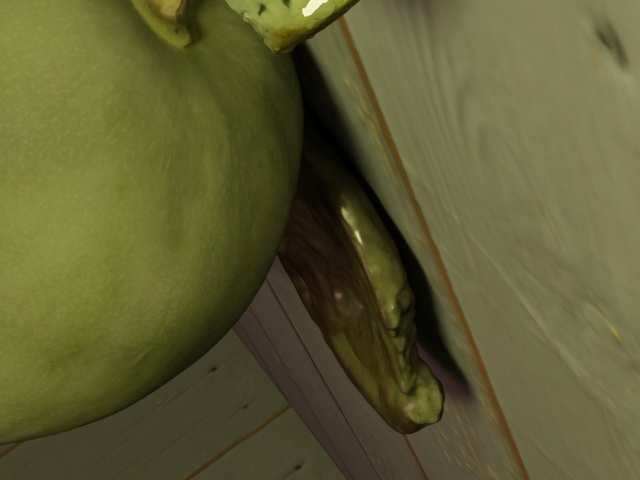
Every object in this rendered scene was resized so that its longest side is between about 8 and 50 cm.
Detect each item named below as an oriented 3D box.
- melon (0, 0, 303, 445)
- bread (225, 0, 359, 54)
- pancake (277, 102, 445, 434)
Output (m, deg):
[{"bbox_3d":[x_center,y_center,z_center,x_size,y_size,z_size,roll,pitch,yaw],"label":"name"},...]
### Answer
[{"bbox_3d":[-0.148,-0.037,0.706,0.272,0.308,0.271,32,-127,-55],"label":"melon"},{"bbox_3d":[-0.031,-0.115,0.431,0.156,0.064,0.117,48,174,39],"label":"bread"},{"bbox_3d":[0.001,-0.001,0.855,0.222,0.042,0.236,46,166,55],"label":"pancake"}]
